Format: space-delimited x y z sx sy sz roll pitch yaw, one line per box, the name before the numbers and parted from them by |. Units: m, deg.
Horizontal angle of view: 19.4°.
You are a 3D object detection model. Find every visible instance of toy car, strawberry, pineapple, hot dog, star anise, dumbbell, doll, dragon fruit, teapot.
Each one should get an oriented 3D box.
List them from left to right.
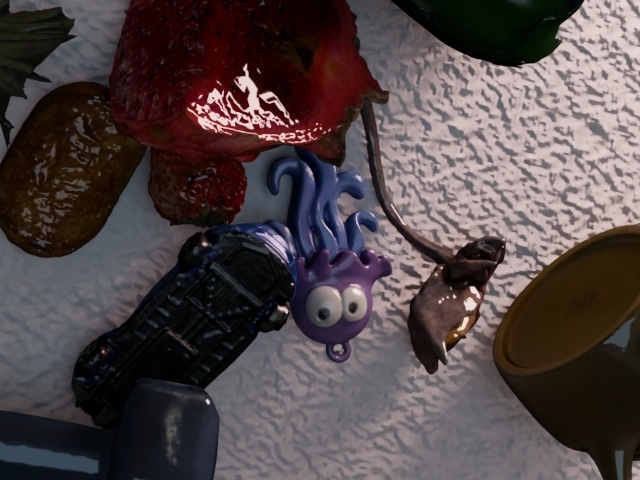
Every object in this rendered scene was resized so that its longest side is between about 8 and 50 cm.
pineapple | -0.328 -0.171 1.403 0.277 0.130 0.119 23 91 -13
dumbbell | -0.238 0.160 1.420 0.316 0.143 0.156 9 58 -7
hot dog | -0.198 -0.056 1.482 0.099 0.065 0.147 27 99 -18
toy car | -0.109 0.070 1.511 0.103 0.063 0.216 42 98 -18
strawberry | -0.103 -0.056 1.503 0.083 0.083 0.096 -3 97 -17
dragon fruit | -0.053 -0.129 1.466 0.211 0.134 0.262 31 49 -22
doll | 0.000 0.000 1.549 0.110 0.067 0.205 -9 86 -14
star anise | 0.058 -0.019 1.554 0.227 0.148 0.218 37 120 9
teapot | 0.270 0.098 1.587 0.175 0.186 0.267 49 46 -21

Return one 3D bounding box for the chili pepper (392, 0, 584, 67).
chili pepper | 0.117 -0.277 1.475 0.257 0.233 0.248 32 71 -11
